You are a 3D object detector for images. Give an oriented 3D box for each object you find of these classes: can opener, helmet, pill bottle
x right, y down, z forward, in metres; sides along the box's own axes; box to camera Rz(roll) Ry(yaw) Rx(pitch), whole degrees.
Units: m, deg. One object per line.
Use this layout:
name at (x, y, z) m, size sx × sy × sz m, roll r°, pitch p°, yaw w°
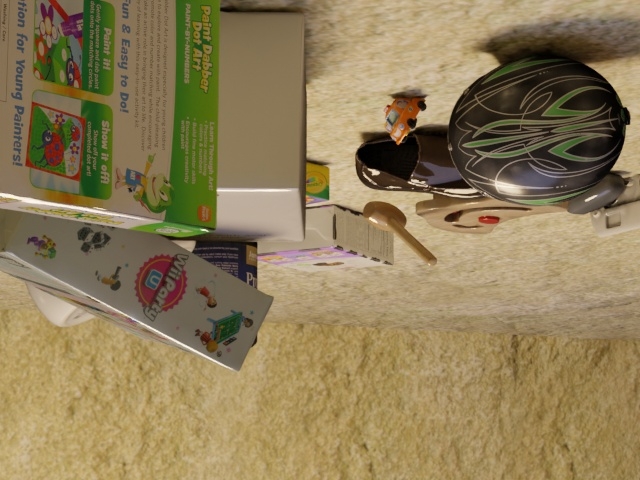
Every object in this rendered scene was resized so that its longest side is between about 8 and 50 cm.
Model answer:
can opener at (0.442, -0.062, 2.256) m, size 0.095 × 0.076 × 0.283 m, roll 4°, pitch 169°, yaw -30°
helmet at (0.221, -0.111, 1.699) m, size 0.169 × 0.169 × 0.161 m, roll -6°, pitch -175°, yaw 33°
pill bottle at (-0.153, 0.048, 2.467) m, size 0.123 × 0.219 × 0.123 m, roll 0°, pitch 171°, yaw 0°

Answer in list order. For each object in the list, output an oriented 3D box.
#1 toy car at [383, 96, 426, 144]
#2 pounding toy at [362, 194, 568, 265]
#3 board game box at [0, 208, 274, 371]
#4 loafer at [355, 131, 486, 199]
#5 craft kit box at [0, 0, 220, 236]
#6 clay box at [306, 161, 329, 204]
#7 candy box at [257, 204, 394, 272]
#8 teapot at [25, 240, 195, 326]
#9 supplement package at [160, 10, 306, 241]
toy car at (0.083, -0.130, 1.912) m, size 0.041 × 0.060 × 0.122 m, roll 32°, pitch 160°, yaw -2°
pounding toy at (0.203, -0.030, 2.193) m, size 0.270 × 0.154 × 0.154 m, roll -8°, pitch 163°, yaw 40°
board game box at (-0.236, 0.025, 1.772) m, size 0.303 × 0.097 × 0.224 m, roll 31°, pitch 169°, yaw -34°
loafer at (0.140, -0.093, 2.044) m, size 0.220 × 0.080 × 0.078 m, roll -3°, pitch 171°, yaw 20°
craft kit box at (-0.182, -0.141, 1.246) m, size 0.247 × 0.249 × 0.061 m, roll 10°, pitch 167°, yaw -41°
clay box at (-0.108, -0.081, 2.196) m, size 0.127 × 0.053 × 0.222 m, roll -10°, pitch 168°, yaw 43°
candy box at (0.000, 0.000, 2.636) m, size 0.165 × 0.070 × 0.196 m, roll -6°, pitch 168°, yaw 30°
teapot at (-0.301, -0.016, 2.232) m, size 0.253 × 0.187 × 0.256 m, roll -26°, pitch 170°, yaw -37°
supplement package at (-0.102, -0.106, 1.673) m, size 0.178 × 0.175 × 0.293 m, roll 1°, pitch 170°, yaw 1°
